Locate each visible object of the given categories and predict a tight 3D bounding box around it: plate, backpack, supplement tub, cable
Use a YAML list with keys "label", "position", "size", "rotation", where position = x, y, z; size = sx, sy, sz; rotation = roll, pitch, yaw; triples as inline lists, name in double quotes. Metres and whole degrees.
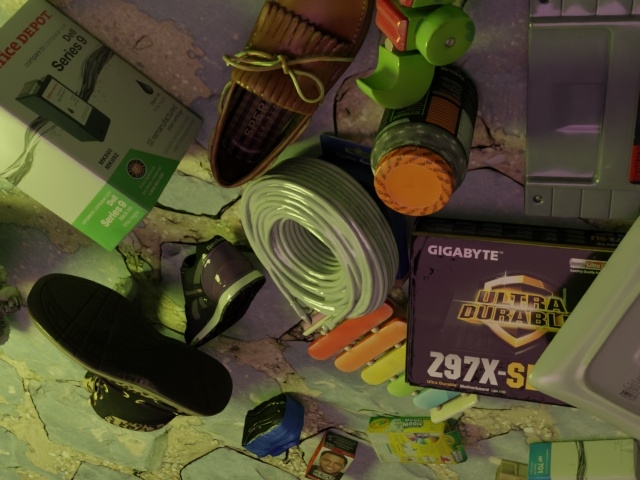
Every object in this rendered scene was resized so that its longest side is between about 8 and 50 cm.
- label: "plate"
  position: [0.456, 0.137, 1.113]
  size: [0.277, 0.045, 0.278]
  rotation: [28, 101, -27]
- label: "backpack"
  position: [-0.083, 0.363, 1.618]
  size: [0.101, 0.098, 0.120]
  rotation: [35, 121, -28]
- label: "supplement tub"
  position: [0.127, -0.125, 1.006]
  size: [0.117, 0.190, 0.117]
  rotation: [10, 135, 10]
- label: "cable"
  position: [0.000, 0.000, 1.183]
  size: [0.257, 0.089, 0.257]
  rotation: [52, 147, -9]

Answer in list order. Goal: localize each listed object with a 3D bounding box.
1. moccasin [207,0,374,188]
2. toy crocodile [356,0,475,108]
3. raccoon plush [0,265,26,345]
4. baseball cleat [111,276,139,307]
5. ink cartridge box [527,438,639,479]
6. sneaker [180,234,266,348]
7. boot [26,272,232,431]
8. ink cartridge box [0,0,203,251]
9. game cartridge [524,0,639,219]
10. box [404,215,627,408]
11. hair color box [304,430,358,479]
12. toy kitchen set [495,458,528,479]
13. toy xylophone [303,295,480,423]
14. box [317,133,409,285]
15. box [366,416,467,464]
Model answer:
- label: "moccasin"
  position: [-0.050, -0.208, 1.017]
  size: [0.139, 0.147, 0.380]
  rotation: [32, 134, -13]
- label: "toy crocodile"
  position: [0.115, -0.296, 0.873]
  size: [0.105, 0.115, 0.340]
  rotation: [-14, 142, -26]
- label: "raccoon plush"
  position: [-0.582, 0.122, 1.431]
  size: [0.299, 0.216, 0.446]
  rotation: [34, 171, 27]
- label: "baseball cleat"
  position: [-0.354, 0.132, 1.514]
  size: [0.109, 0.072, 0.206]
  rotation: [29, 144, -20]
- label: "ink cartridge box"
  position: [0.492, 0.437, 1.504]
  size: [0.191, 0.082, 0.139]
  rotation: [-9, 129, 28]
- label: "sneaker"
  position: [-0.187, 0.083, 1.402]
  size: [0.124, 0.107, 0.283]
  rotation: [51, 142, 9]
- label: "boot"
  position: [-0.368, 0.219, 1.461]
  size: [0.377, 0.138, 0.284]
  rotation: [31, 147, -16]
- label: "ink cartridge box"
  position: [-0.336, -0.160, 1.113]
  size: [0.289, 0.211, 0.121]
  rotation: [37, 134, -17]
- label: "game cartridge"
  position: [0.364, -0.168, 0.982]
  size: [0.230, 0.068, 0.355]
  rotation: [6, 134, 19]
- label: "box"
  position: [0.289, 0.107, 1.199]
  size: [0.322, 0.079, 0.257]
  rotation: [6, 115, 14]
- label: "hair color box"
  position: [0.021, 0.458, 1.708]
  size: [0.072, 0.043, 0.141]
  rotation: [21, 135, -1]
- label: "toy kitchen set"
  position: [0.378, 0.483, 1.595]
  size: [0.075, 0.068, 0.083]
  rotation: [10, 135, 10]
- label: "toy xylophone"
  position: [0.140, 0.170, 1.364]
  size: [0.323, 0.081, 0.236]
  rotation: [30, 134, -11]
- label: "box"
  position: [0.058, -0.042, 1.189]
  size: [0.136, 0.036, 0.225]
  rotation: [20, 139, 31]
- label: "box"
  position: [0.189, 0.386, 1.585]
  size: [0.179, 0.043, 0.105]
  rotation: [-3, 131, 24]
